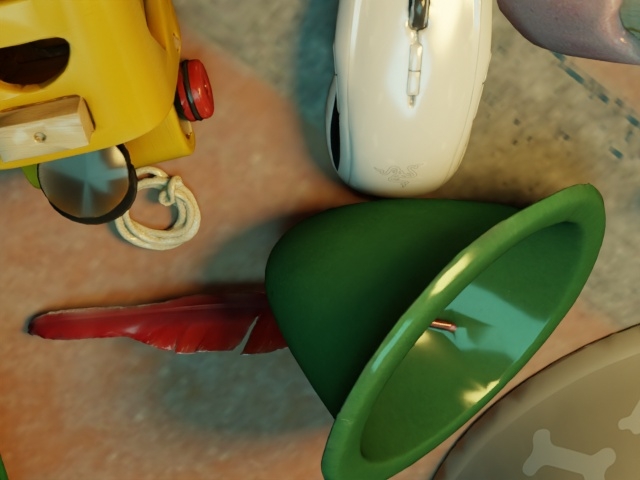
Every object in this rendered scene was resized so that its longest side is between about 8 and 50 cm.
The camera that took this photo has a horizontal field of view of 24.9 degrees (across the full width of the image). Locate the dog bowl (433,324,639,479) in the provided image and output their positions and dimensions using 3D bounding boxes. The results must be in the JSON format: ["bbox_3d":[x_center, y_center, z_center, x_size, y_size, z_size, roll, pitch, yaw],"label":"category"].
[{"bbox_3d":[0.227,0.202,0.787,0.348,0.102,0.349,-1,123,-1],"label":"dog bowl"}]

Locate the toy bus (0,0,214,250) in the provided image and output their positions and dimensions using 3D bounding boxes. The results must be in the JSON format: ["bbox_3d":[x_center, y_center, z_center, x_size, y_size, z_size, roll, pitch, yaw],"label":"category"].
[{"bbox_3d":[-0.108,-0.073,0.591,0.202,0.104,0.191,26,120,-17],"label":"toy bus"}]

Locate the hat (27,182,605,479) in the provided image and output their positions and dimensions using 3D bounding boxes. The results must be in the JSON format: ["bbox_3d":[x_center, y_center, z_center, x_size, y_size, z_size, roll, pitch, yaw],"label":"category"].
[{"bbox_3d":[0.000,0.000,0.686,0.208,0.183,0.173,-32,151,-32],"label":"hat"}]

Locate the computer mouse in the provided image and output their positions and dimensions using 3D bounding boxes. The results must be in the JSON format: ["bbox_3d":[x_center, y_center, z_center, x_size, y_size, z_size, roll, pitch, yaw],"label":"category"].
[{"bbox_3d":[0.043,-0.091,0.619,0.106,0.042,0.193,1,124,-3],"label":"computer mouse"}]

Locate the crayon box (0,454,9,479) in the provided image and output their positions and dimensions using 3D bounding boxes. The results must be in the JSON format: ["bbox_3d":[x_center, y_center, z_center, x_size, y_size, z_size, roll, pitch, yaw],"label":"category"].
[{"bbox_3d":[-0.253,0.184,0.738,0.203,0.083,0.323,-5,134,-1],"label":"crayon box"}]

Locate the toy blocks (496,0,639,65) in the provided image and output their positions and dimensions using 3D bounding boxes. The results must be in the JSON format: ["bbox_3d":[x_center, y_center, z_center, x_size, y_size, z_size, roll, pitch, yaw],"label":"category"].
[{"bbox_3d":[0.183,-0.203,0.463,0.288,0.260,0.309,1,111,-39],"label":"toy blocks"}]
